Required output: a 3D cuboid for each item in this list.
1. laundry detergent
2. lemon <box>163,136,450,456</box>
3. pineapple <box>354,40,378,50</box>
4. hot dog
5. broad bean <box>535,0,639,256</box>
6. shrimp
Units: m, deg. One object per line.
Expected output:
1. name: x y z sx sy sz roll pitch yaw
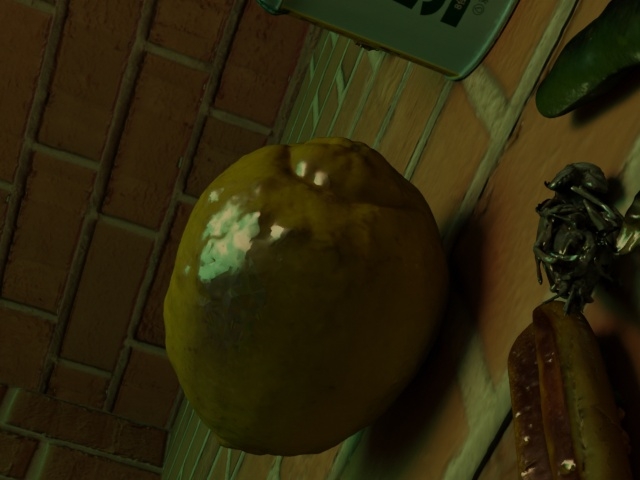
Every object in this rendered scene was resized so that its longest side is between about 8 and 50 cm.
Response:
1. laundry detergent: 0.070 -0.371 0.992 0.287 0.305 0.287 -162 90 -80
2. lemon: -0.015 0.058 0.827 0.316 0.285 0.285 84 -167 -52
3. pineapple: 0.104 -0.376 1.391 0.237 0.119 0.111 -135 55 -84
4. hot dog: 0.139 0.108 0.465 0.188 0.055 0.072 -83 12 -48
5. broad bean: 0.193 -0.101 0.522 0.144 0.049 0.292 -54 10 23
6. shrimp: 0.158 0.001 0.525 0.165 0.056 0.065 -62 -19 -64
